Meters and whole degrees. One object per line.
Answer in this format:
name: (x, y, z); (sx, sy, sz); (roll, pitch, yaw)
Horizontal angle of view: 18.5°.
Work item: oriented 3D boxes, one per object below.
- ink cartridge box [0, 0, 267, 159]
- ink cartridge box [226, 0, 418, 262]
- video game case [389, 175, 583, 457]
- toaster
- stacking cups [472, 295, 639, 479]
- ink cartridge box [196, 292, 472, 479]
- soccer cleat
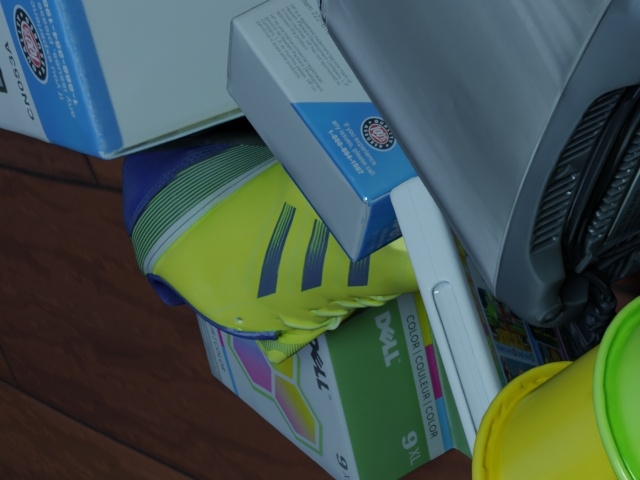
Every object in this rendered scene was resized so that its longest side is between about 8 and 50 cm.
ink cartridge box: (-0.134, -0.175, 0.941); (0.307, 0.129, 0.223); (18, 127, 62)
ink cartridge box: (0.041, -0.062, 0.709); (0.088, 0.122, 0.052); (54, 161, 21)
video game case: (0.082, 0.058, 0.691); (0.157, 0.019, 0.143); (21, -132, -61)
toaster: (0.082, -0.081, 0.588); (0.146, 0.129, 0.227); (57, 157, 24)
stacking cups: (0.153, 0.015, 0.489); (0.096, 0.096, 0.316); (58, 144, 10)
ink cartridge box: (0.009, 0.057, 1.003); (0.209, 0.062, 0.109); (35, 146, 49)
soccer cleat: (0.001, 0.000, 0.873); (0.289, 0.093, 0.121); (12, 109, 58)
